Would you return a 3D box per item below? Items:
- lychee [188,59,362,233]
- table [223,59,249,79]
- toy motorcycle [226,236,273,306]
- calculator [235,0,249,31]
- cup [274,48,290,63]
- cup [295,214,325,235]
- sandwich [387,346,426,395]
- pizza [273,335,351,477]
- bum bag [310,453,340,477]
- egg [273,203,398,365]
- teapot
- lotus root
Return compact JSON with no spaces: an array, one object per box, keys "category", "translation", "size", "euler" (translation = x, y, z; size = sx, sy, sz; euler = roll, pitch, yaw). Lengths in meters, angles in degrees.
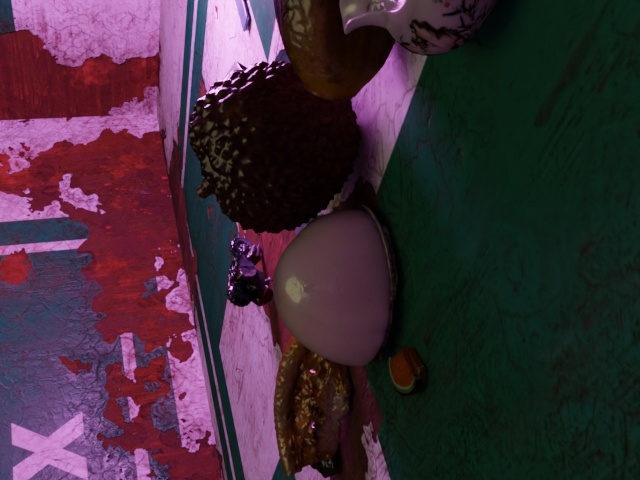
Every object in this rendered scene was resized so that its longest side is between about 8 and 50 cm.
[{"category":"lychee","translation":[-0.080,-0.150,1.361],"size":[0.275,0.304,0.275],"euler":[54,-165,-22]},{"category":"table","translation":[-0.152,-0.283,1.827],"size":[0.121,0.111,0.240],"euler":[-53,32,17]},{"category":"toy motorcycle","translation":[-0.175,0.084,2.093],"size":[0.082,0.122,0.213],"euler":[-45,35,39]},{"category":"calculator","translation":[-0.203,-0.607,2.100],"size":[0.057,0.018,0.172],"euler":[109,151,-56]},{"category":"cup","translation":[-0.055,-0.230,1.547],"size":[0.235,0.148,0.134],"euler":[111,176,-49]},{"category":"cup","translation":[0.000,0.000,1.538],"size":[0.104,0.074,0.116],"euler":[62,170,-10]},{"category":"sandwich","translation":[0.130,0.195,1.225],"size":[0.101,0.026,0.069],"euler":[127,139,-62]},{"category":"pizza","translation":[-0.019,0.308,1.595],"size":[0.182,0.074,0.365],"euler":[36,120,44]},{"category":"bum bag","translation":[0.001,0.379,1.678],"size":[0.087,0.049,0.197],"euler":[-20,74,50]},{"category":"egg","translation":[0.003,0.076,1.355],"size":[0.286,0.174,0.264],"euler":[156,111,-76]},{"category":"teapot","translation":[0.116,-0.320,0.900],"size":[0.299,0.166,0.208],"euler":[105,168,-72]},{"category":"lotus root","translation":[0.021,-0.346,1.166],"size":[0.193,0.193,0.290],"euler":[-138,41,-66]}]
